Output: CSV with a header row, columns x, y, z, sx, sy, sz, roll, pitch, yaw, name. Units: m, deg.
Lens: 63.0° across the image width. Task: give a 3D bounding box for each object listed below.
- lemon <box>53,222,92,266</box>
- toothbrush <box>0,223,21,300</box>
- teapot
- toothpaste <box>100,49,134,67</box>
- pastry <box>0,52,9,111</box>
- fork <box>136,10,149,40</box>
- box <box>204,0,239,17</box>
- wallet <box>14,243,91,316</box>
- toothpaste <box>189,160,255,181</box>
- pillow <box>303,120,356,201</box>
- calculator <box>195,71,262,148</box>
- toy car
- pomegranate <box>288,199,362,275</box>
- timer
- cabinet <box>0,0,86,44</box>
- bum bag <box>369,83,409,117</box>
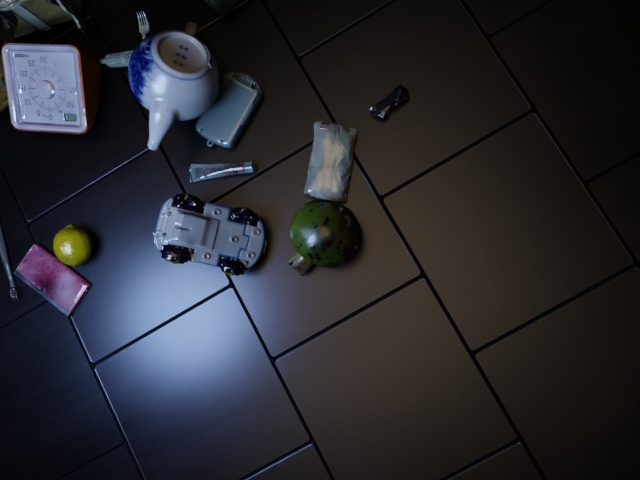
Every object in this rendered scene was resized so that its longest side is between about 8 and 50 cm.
x,y,z,sx,sy,sz,roll,pitch,yaw,name
-0.745,0.015,1.571,0.108,0.109,0.133,-7,90,8,lemon
-0.997,0.048,1.646,0.030,0.030,0.298,-18,79,-20,toothbrush
-0.425,-0.457,1.511,0.252,0.280,0.424,17,63,-19,teapot
-0.593,-0.570,1.635,0.217,0.041,0.064,0,89,15,toothpaste
-1.082,-0.535,1.604,0.254,0.311,0.162,16,57,2,pastry
-0.552,-0.615,1.656,0.033,0.028,0.220,-9,87,0,fork
-0.344,-0.831,1.579,0.231,0.155,0.149,42,91,9,box
-0.828,0.119,1.614,0.232,0.025,0.119,34,89,9,wallet
-0.298,-0.212,1.569,0.205,0.036,0.056,-4,85,12,toothpaste
0.028,-0.228,1.513,0.128,0.051,0.230,8,86,2,pillow
-0.278,-0.391,1.577,0.141,0.045,0.246,29,89,10,calculator
-0.312,-0.014,1.491,0.314,0.166,0.199,12,88,-20,toy car
0.000,0.000,1.439,0.202,0.202,0.248,42,121,10,pomegranate
-0.822,-0.457,1.612,0.257,0.161,0.250,5,93,8,timer
-0.934,-0.800,1.626,0.289,0.227,0.318,-14,82,6,cabinet
0.204,-0.401,1.513,0.124,0.034,0.058,-38,71,2,bum bag
